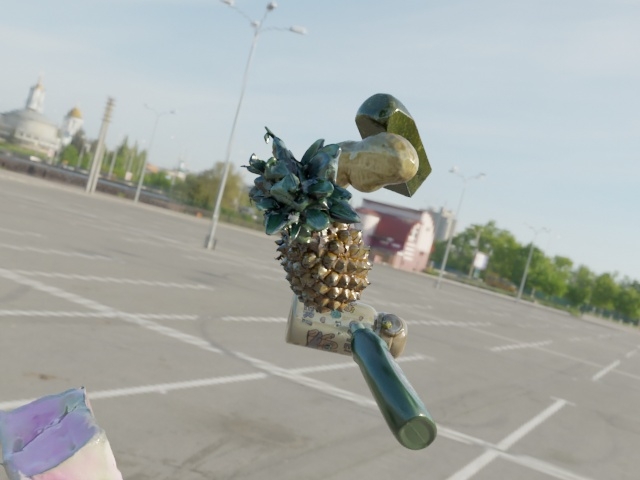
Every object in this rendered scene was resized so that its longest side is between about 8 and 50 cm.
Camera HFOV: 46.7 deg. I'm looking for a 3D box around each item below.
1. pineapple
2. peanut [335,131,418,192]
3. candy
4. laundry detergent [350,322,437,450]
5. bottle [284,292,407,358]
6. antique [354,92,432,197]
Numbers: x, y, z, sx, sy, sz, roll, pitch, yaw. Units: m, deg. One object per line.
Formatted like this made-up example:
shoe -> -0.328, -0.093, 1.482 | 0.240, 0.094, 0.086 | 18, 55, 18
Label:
pineapple -> -0.001, 0.000, 0.631 | 0.103, 0.083, 0.221 | 62, -4, 32
peanut -> 0.070, -0.135, 1.332 | 0.227, 0.104, 0.085 | -4, -11, 37
candy -> -0.277, 0.315, 0.850 | 0.115, 0.265, 0.155 | -17, 24, -23
laundry detergent -> 0.102, 0.216, 1.145 | 0.137, 0.063, 0.211 | 51, 6, -48
bottle -> 0.048, 0.149, 1.291 | 0.209, 0.097, 0.110 | 12, -33, -4
antique -> 0.140, -0.187, 1.419 | 0.081, 0.080, 0.221 | 24, -24, 34
